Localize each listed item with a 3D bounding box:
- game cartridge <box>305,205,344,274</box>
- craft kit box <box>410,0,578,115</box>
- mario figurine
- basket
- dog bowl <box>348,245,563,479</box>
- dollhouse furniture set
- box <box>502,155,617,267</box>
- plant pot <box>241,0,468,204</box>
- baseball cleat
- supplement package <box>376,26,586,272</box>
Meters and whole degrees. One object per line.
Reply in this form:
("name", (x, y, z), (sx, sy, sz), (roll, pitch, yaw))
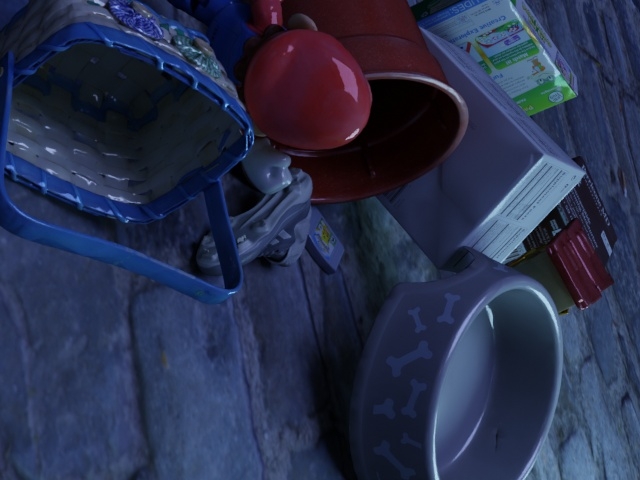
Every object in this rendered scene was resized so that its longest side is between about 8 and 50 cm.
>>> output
("game cartridge", (0.000, 0.000, 1.518), (0.083, 0.017, 0.056), (55, 37, -24))
("craft kit box", (0.221, -0.266, 1.803), (0.246, 0.250, 0.061), (48, 35, -34))
("mario figurine", (-0.048, -0.179, 1.258), (0.170, 0.320, 0.198), (-27, 131, -23))
("basket", (-0.189, -0.093, 1.076), (0.255, 0.201, 0.289), (24, 44, -42))
("dog bowl", (0.181, 0.184, 1.467), (0.349, 0.102, 0.349), (-17, 112, -48))
("dollhouse furniture set", (0.255, -0.039, 1.787), (0.374, 0.201, 0.152), (63, 31, 0))
("box", (0.367, -0.012, 1.969), (0.168, 0.167, 0.203), (63, 31, -11))
("plant pot", (0.014, -0.226, 1.456), (0.272, 0.272, 0.265), (24, 45, -51))
("baseball cleat", (-0.063, 0.002, 1.359), (0.206, 0.072, 0.109), (-44, 137, -41))
("supplement package", (0.177, -0.113, 1.593), (0.145, 0.204, 0.262), (12, 34, -55))
